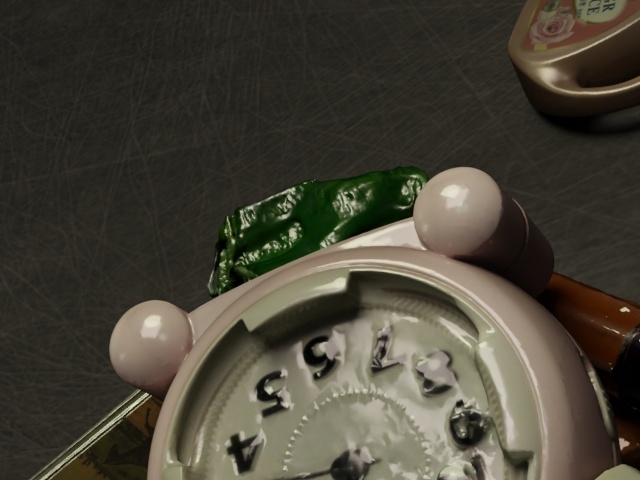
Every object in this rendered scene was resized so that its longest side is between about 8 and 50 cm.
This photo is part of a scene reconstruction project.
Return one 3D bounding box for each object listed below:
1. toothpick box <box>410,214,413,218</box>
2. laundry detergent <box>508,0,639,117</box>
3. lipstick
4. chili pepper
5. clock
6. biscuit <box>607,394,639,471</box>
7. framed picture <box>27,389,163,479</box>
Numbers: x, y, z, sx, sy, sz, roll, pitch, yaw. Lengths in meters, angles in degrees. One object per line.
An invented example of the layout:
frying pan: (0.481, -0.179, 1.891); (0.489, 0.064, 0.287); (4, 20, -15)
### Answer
toothpick box: (0.096, -0.015, 1.519); (0.047, 0.047, 0.083); (7, 47, 42)
laundry detergent: (0.281, -0.170, 1.566); (0.237, 0.076, 0.171); (-1, 43, 32)
lipstick: (0.188, 0.067, 1.249); (0.077, 0.077, 0.418); (-44, 41, -21)
chili pepper: (-0.002, -0.002, 1.563); (0.216, 0.062, 0.108); (-26, 40, 3)
clock: (0.041, 0.161, 1.153); (0.342, 0.184, 0.325); (-27, 57, 19)
biscuit: (0.129, 0.108, 1.327); (0.306, 0.043, 0.284); (7, 44, 39)
framed picture: (-0.125, 0.194, 1.434); (0.197, 0.014, 0.252); (-40, 35, -15)
